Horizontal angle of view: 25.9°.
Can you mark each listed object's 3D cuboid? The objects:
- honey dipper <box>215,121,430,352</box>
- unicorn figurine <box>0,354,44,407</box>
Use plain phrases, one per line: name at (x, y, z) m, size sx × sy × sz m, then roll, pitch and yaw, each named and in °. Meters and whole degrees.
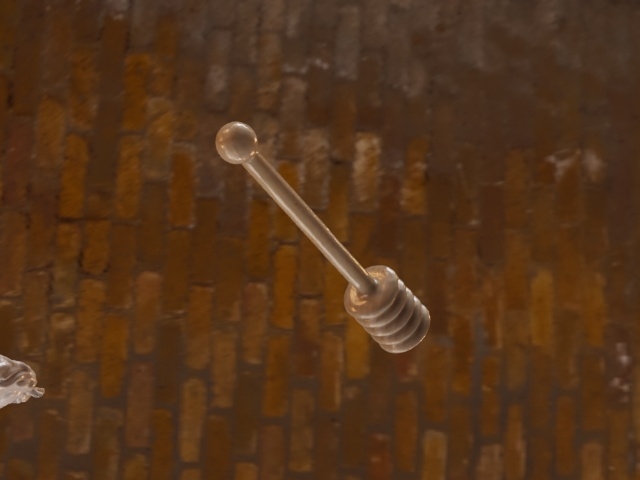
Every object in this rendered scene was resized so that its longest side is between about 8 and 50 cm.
honey dipper at (0.000, 0.000, 0.639) m, size 0.160 × 0.030 × 0.030 m, roll 46°, pitch -115°, yaw -40°
unicorn figurine at (-0.242, 0.082, 0.840) m, size 0.111 × 0.060 × 0.162 m, roll -39°, pitch -56°, yaw -15°
